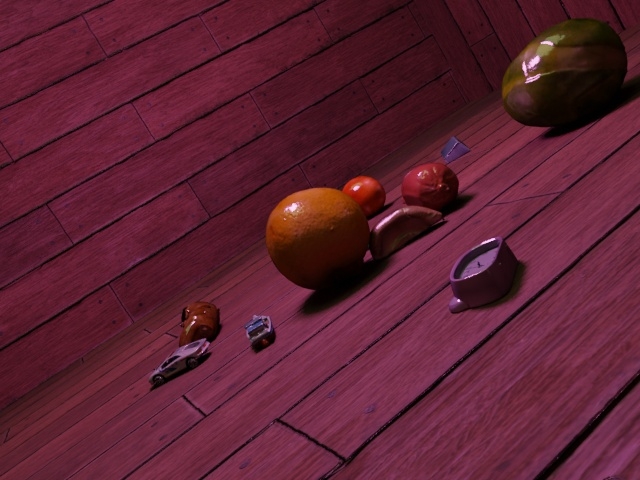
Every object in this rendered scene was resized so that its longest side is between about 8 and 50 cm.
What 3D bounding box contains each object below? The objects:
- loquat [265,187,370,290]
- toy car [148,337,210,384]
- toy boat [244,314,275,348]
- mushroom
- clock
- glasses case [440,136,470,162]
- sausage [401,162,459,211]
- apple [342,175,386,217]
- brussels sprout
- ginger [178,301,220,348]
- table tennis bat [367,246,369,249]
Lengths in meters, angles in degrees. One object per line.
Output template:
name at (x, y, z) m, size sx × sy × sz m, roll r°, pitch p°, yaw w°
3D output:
loquat at (0.000, 0.000, 1.597) m, size 0.275 × 0.274 × 0.275 m, roll -31°, pitch 8°, yaw 5°
toy car at (-0.390, 0.331, 1.729) m, size 0.205 × 0.056 × 0.095 m, roll -28°, pitch 10°, yaw 17°
toy boat at (-0.150, 0.213, 1.536) m, size 0.069 × 0.058 × 0.173 m, roll -32°, pitch 8°, yaw -3°
mushroom at (0.206, -0.032, 1.619) m, size 0.210 × 0.094 × 0.072 m, roll -35°, pitch 11°, yaw 4°
clock at (0.257, 0.054, 1.033) m, size 0.110 × 0.050 × 0.153 m, roll -27°, pitch 9°, yaw 31°
glasses case at (0.534, -0.372, 2.547) m, size 0.105 × 0.056 × 0.266 m, roll -29°, pitch 8°, yaw 13°
sausage at (0.299, -0.146, 1.761) m, size 0.148 × 0.148 × 0.254 m, roll -32°, pitch 7°, yaw -1°
apple at (0.153, -0.155, 2.307) m, size 0.139 × 0.163 × 0.163 m, roll -50°, pitch 15°, yaw -23°
brussels sprout at (0.711, -0.473, 1.808) m, size 0.371 × 0.275 × 0.315 m, roll -26°, pitch -6°, yaw -9°
ginger at (-0.373, 0.256, 1.954) m, size 0.133 × 0.107 × 0.309 m, roll -18°, pitch 11°, yaw -7°
table tennis bat at (0.156, -0.003, 1.861) m, size 0.155 × 0.019 × 0.100 m, roll -35°, pitch 9°, yaw -15°
